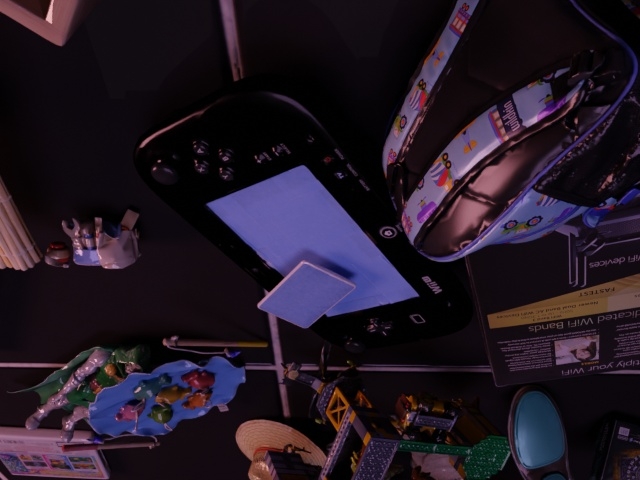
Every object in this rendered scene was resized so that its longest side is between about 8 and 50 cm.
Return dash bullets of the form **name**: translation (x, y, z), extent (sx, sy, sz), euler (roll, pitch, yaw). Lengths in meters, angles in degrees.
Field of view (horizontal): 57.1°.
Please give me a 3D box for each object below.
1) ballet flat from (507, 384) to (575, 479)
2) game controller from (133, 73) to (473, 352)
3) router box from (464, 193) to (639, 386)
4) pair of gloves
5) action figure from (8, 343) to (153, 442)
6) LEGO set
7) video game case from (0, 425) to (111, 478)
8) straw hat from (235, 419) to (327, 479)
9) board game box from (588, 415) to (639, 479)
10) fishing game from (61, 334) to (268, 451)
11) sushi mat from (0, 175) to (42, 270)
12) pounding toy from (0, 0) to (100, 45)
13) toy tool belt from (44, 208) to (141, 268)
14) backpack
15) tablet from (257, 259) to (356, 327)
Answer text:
- **ballet flat**: translation (0.281, 0.283, 0.750), extent (0.072, 0.068, 0.213), euler (-17, 90, 0)
- **game controller**: translation (0.000, 0.000, 0.494), extent (0.166, 0.067, 0.319), euler (-10, 138, 38)
- **router box**: translation (0.282, 0.010, 0.497), extent (0.308, 0.081, 0.243), euler (-11, 134, 14)
- **pair of gloves**: translation (0.113, 0.325, 0.859), extent (0.240, 0.042, 0.204), euler (-28, 125, 25)
- **action figure**: translation (-0.274, 0.180, 0.714), extent (0.137, 0.063, 0.232), euler (31, 128, -30)
- **LEGO set**: translation (0.048, 0.284, 0.712), extent (0.254, 0.192, 0.331), euler (7, 107, -24)
- **video game case**: translation (-0.414, 0.326, 0.900), extent (0.157, 0.019, 0.143), euler (3, 136, -2)
- **straw hat**: translation (-0.063, 0.319, 0.817), extent (0.144, 0.061, 0.144), euler (11, 130, 13)
- **board game box**: translation (0.446, 0.318, 0.788), extent (0.186, 0.126, 0.026), euler (18, 175, -15)
- **fishing game**: translation (-0.176, 0.195, 0.694), extent (0.264, 0.041, 0.189), euler (-42, 145, 25)
- **sushi mat**: translation (-0.304, -0.069, 0.383), extent (0.151, 0.019, 0.316), euler (0, 146, -8)
- **pounding toy**: translation (-0.154, -0.229, 0.252), extent (0.181, 0.094, 0.206), euler (29, 139, -19)
- **toy tool belt**: translation (-0.206, -0.005, 0.534), extent (0.083, 0.052, 0.051), euler (2, 105, -4)
- **backpack**: translation (0.120, -0.069, 0.368), extent (0.116, 0.158, 0.173), euler (8, 136, -29)
- **tablet**: translation (-0.013, 0.048, 0.511), extent (0.054, 0.006, 0.083), euler (27, 134, -21)
